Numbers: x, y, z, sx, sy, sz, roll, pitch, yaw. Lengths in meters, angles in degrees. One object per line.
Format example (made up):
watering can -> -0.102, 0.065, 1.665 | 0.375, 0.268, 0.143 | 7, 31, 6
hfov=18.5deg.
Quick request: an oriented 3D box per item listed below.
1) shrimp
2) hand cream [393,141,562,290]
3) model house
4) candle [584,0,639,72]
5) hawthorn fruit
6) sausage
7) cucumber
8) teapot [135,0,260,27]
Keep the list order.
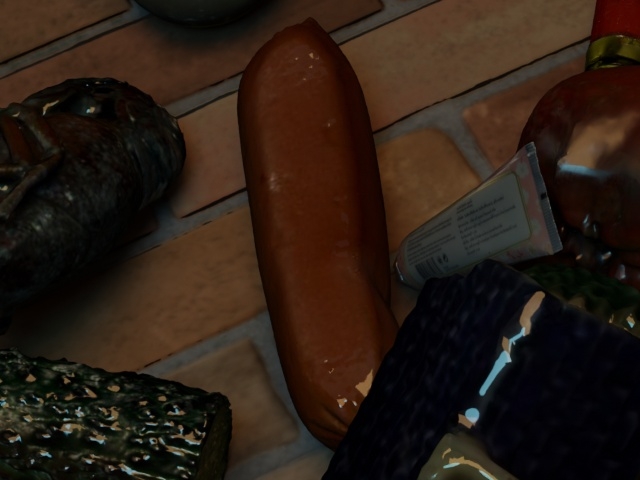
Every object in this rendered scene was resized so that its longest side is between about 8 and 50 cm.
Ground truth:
shrimp -> -0.219, -0.001, 1.294 | 0.137, 0.172, 0.372 | 35, 39, 19
hand cream -> 0.098, -0.005, 1.243 | 0.043, 0.210, 0.067 | -9, 82, -22
model house -> 0.157, 0.154, 1.039 | 0.298, 0.284, 0.243 | 29, 94, 21
candle -> 0.221, -0.159, 1.418 | 0.052, 0.052, 0.130 | 6, 55, 11
hawthorn fruit -> 0.217, -0.031, 1.263 | 0.185, 0.185, 0.202 | 30, 36, 24
sausage -> 0.000, 0.001, 1.312 | 0.094, 0.097, 0.348 | -15, 56, 9
cucumber -> -0.235, 0.105, 1.271 | 0.359, 0.096, 0.096 | 12, 59, 14
teapot -> -0.110, -0.228, 1.465 | 0.166, 0.119, 0.130 | -1, 55, 7
